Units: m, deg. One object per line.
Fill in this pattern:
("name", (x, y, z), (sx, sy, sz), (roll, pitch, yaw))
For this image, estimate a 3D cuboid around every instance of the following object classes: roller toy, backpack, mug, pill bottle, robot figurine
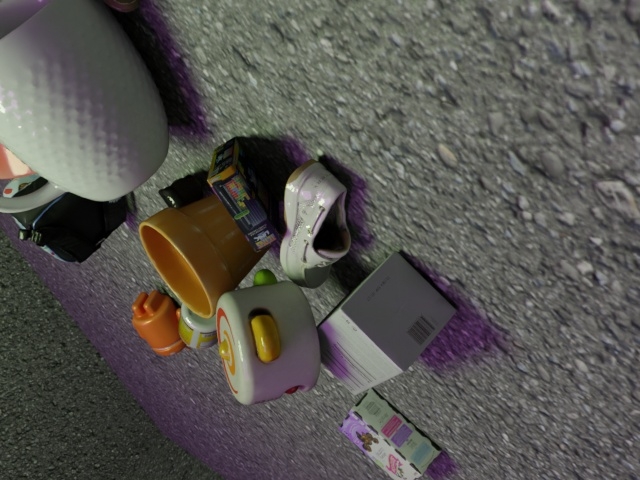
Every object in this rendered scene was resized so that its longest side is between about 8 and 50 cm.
("roller toy", (-0.094, 0.170, 1.231), (0.209, 0.146, 0.191), (-130, 34, -56))
("backpack", (-0.602, -0.080, 1.792), (0.213, 0.276, 0.263), (38, 160, 26))
("mug", (-0.451, -0.207, 1.246), (0.276, 0.374, 0.328), (36, 164, 53))
("pill bottle", (-0.297, 0.203, 1.885), (0.117, 0.117, 0.215), (43, 154, 7))
("robot figurine", (-0.459, 0.246, 2.177), (0.219, 0.158, 0.128), (64, 171, -32))

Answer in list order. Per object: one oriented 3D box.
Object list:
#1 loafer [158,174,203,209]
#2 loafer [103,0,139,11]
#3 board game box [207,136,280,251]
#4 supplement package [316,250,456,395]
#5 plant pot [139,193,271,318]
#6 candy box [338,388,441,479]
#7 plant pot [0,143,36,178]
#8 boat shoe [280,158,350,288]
("loafer", (-0.264, -0.085, 1.475), (0.080, 0.078, 0.220), (56, 170, -11))
("loafer", (-0.325, -0.410, 1.119), (0.148, 0.056, 0.050), (51, 160, -11))
("board game box", (-0.120, -0.078, 1.201), (0.141, 0.048, 0.170), (56, -171, -22))
("supplement package", (0.086, 0.141, 1.205), (0.134, 0.139, 0.244), (45, 156, 3))
("plant pot", (-0.188, 0.003, 1.344), (0.205, 0.188, 0.205), (39, 152, 26))
("candy box", (0.144, 0.426, 1.604), (0.196, 0.070, 0.165), (40, 153, 13))
("plant pot", (-0.565, -0.287, 1.454), (0.275, 0.275, 0.243), (16, 131, 46))
("boat shoe", (0.000, 0.000, 1.177), (0.096, 0.098, 0.277), (34, 151, 24))
